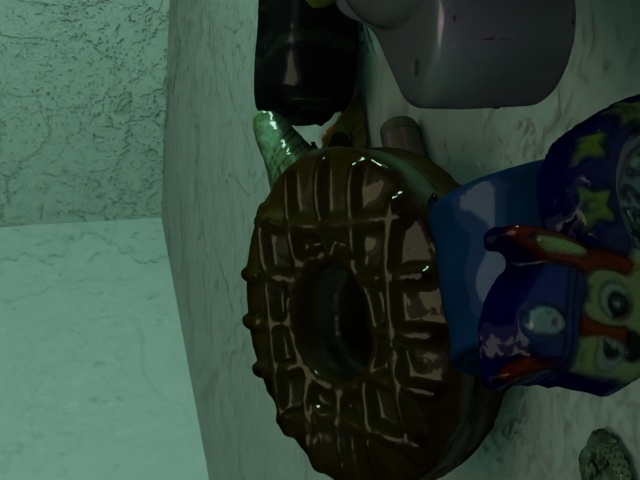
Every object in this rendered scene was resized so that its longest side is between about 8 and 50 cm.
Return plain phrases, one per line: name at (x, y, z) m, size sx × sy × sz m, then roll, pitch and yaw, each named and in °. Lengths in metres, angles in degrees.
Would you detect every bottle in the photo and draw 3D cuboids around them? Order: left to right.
bottle at (0.088, -0.079, 1.185) m, size 0.045 × 0.045 × 0.096 m, roll 108°, pitch 156°, yaw -56°

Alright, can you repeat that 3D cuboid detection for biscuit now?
biscuit at (0.043, 0.070, 1.089) m, size 0.332 × 0.103 × 0.332 m, roll 15°, pitch 109°, yaw 51°

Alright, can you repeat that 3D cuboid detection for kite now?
kite at (0.037, -0.010, 1.478) m, size 0.327 × 0.013 × 0.378 m, roll -119°, pitch 29°, yaw -57°

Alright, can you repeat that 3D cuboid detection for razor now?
razor at (-0.023, -0.318, 1.423) m, size 0.204 × 0.113 × 0.349 m, roll 174°, pitch 93°, yaw -75°

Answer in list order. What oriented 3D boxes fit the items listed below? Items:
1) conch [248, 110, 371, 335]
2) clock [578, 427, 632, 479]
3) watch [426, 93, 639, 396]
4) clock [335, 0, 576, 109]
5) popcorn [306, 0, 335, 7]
conch at (-0.005, 0.000, 1.305) m, size 0.386 × 0.203 × 0.169 m, roll 67°, pitch -163°, yaw 14°
clock at (0.207, 0.178, 0.839) m, size 0.074 × 0.010 × 0.083 m, roll 101°, pitch 159°, yaw -44°
watch at (0.149, 0.020, 0.673) m, size 0.200 × 0.196 × 0.171 m, roll 141°, pitch 133°, yaw -65°
clock at (0.087, -0.275, 0.725) m, size 0.322 × 0.113 × 0.296 m, roll 101°, pitch 159°, yaw -44°
popcorn at (-0.025, -0.381, 1.193) m, size 0.250 × 0.235 × 0.242 m, roll 36°, pitch 104°, yaw 47°
